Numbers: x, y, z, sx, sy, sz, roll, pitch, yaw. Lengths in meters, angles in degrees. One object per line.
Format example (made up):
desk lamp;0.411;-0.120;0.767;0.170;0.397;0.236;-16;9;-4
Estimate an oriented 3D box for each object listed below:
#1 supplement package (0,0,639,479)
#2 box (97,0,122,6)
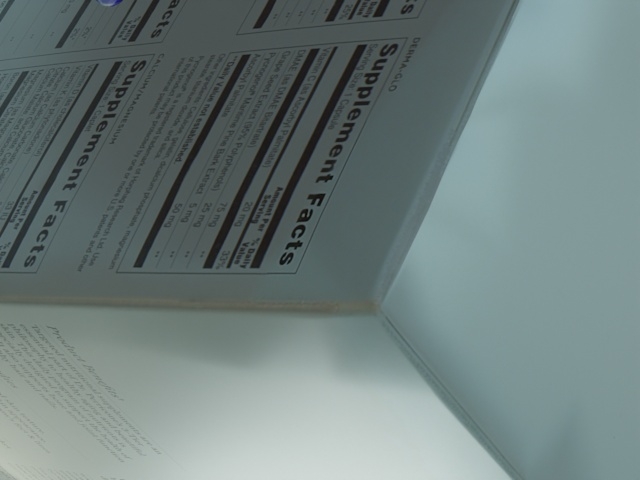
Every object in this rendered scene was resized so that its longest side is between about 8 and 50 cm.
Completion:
supplement package;0.000;0.000;0.618;0.262;0.199;0.198;0;-128;40
box;-0.022;-0.132;0.279;0.137;0.072;0.126;-38;-95;-9
